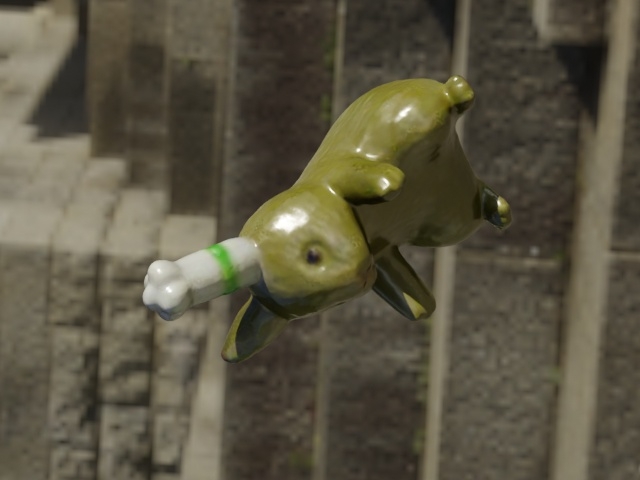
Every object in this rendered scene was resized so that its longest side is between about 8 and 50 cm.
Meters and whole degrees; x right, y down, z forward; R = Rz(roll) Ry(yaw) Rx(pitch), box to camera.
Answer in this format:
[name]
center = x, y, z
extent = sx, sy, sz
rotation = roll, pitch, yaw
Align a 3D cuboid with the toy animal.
[toy animal]
center = 0.018, 0.000, 1.765
extent = 0.363, 0.180, 0.181
rotation = -47, -45, -30
